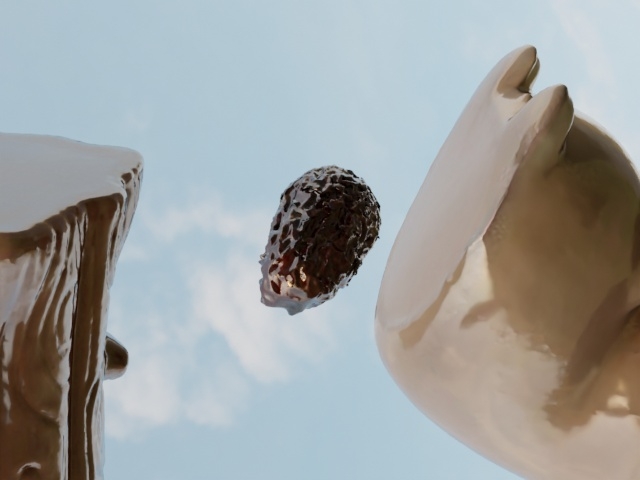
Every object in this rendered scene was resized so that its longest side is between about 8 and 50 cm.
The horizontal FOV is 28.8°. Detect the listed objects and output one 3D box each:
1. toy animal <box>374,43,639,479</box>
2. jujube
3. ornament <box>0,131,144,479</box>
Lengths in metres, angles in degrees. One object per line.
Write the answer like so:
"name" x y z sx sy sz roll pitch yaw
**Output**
"toy animal" 0.156 0.042 0.750 0.256 0.213 0.195 34 -166 -16
"jujube" 0.003 -0.002 1.125 0.104 0.104 0.166 42 -142 -22
"ornament" -0.214 0.057 0.768 0.221 0.235 0.217 -13 -64 -41
